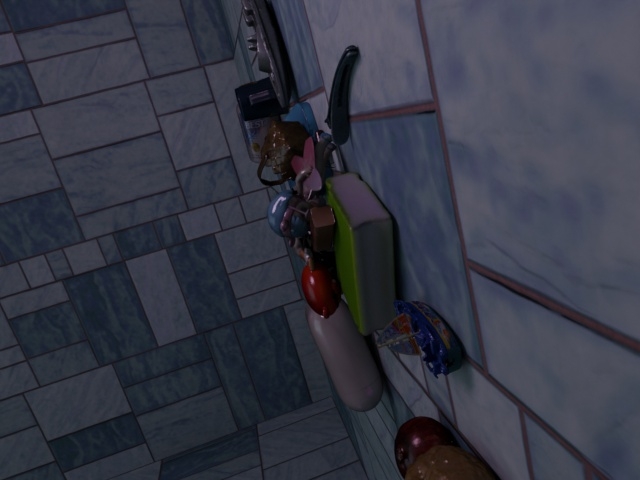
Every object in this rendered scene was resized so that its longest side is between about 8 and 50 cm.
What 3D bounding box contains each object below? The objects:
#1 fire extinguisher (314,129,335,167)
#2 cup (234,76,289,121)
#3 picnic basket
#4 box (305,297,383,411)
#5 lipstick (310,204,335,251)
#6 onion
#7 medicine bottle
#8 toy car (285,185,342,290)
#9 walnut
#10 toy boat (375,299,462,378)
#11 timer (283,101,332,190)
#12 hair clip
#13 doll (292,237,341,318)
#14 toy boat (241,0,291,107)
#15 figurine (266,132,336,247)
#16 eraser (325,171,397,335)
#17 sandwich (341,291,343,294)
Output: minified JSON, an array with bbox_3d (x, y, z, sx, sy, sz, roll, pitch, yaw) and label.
[{"bbox_3d":[0.007,-0.220,1.133,0.046,0.032,0.101,143,116,-70],"label":"fire extinguisher"},{"bbox_3d":[-0.193,-0.466,1.501,0.176,0.155,0.131,-137,30,-76],"label":"cup"},{"bbox_3d":[-0.095,-0.206,1.189,0.179,0.127,0.138,-54,52,37],"label":"picnic basket"},{"bbox_3d":[0.066,0.324,1.387,0.288,0.141,0.349,-170,57,-83],"label":"box"},{"bbox_3d":[0.003,-0.022,0.947,0.145,0.045,0.045,95,163,-70],"label":"lipstick"},{"bbox_3d":[0.198,0.402,0.867,0.131,0.131,0.131,162,90,-82],"label":"onion"},{"bbox_3d":[-0.234,-0.459,1.772,0.157,0.156,0.289,-121,16,-57],"label":"medicine bottle"},{"bbox_3d":[0.002,0.000,1.211,0.301,0.117,0.193,52,161,25],"label":"toy car"},{"bbox_3d":[0.210,0.412,0.714,0.184,0.155,0.156,174,79,-79],"label":"walnut"},{"bbox_3d":[0.143,0.152,0.745,0.175,0.110,0.091,-119,14,-60],"label":"toy boat"},{"bbox_3d":[-0.032,-0.244,1.291,0.250,0.091,0.232,154,99,-69],"label":"timer"},{"bbox_3d":[0.036,-0.269,0.828,0.230,0.039,0.070,95,158,-66],"label":"hair clip"},{"bbox_3d":[-0.008,0.096,1.092,0.217,0.085,0.183,-119,6,-58],"label":"doll"},{"bbox_3d":[-0.150,-0.532,1.305,0.141,0.092,0.320,149,103,-83],"label":"toy boat"},{"bbox_3d":[-0.036,-0.114,1.027,0.205,0.102,0.260,91,-159,-73],"label":"figurine"},{"bbox_3d":[0.083,0.027,0.941,0.210,0.092,0.274,-113,11,-53],"label":"eraser"},{"bbox_3d":[0.002,0.072,1.568,0.094,0.096,0.258,-129,25,-82],"label":"sandwich"}]
